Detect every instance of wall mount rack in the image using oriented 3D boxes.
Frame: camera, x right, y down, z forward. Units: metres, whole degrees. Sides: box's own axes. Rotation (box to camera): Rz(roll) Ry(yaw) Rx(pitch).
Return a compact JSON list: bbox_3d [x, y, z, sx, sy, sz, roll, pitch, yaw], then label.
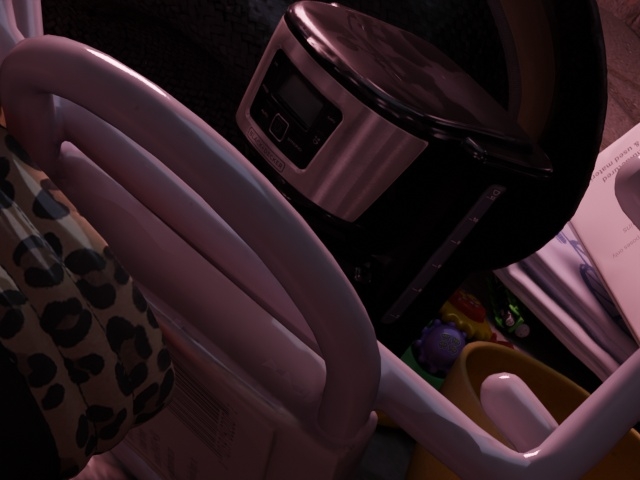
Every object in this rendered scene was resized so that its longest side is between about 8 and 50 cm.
[{"bbox_3d":[-0.040,-0.028,0.545,0.304,0.130,0.350,42,-18,10],"label":"wall mount rack"}]

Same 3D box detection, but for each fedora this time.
[{"bbox_3d":[-0.030,-0.094,0.906,0.334,0.334,0.152,42,50,15],"label":"fedora"}]

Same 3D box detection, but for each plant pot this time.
[{"bbox_3d":[0.083,0.121,0.742,0.134,0.095,0.134,33,18,-12],"label":"plant pot"}]

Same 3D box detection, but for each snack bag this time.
[{"bbox_3d":[0.152,-0.019,1.282,0.342,0.037,0.323,48,17,9],"label":"snack bag"}]

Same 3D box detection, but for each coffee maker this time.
[{"bbox_3d":[0.000,0.000,0.751,0.120,0.178,0.171,41,17,10],"label":"coffee maker"}]

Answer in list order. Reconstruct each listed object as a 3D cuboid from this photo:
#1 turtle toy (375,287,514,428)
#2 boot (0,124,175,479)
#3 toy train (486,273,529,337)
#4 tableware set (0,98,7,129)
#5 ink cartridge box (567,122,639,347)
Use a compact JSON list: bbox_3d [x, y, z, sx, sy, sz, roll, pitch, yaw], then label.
[{"bbox_3d":[0.063,0.063,0.905,0.095,0.066,0.130,16,26,-50],"label":"turtle toy"},{"bbox_3d":[-0.165,0.012,0.398,0.236,0.085,0.178,45,59,5],"label":"boot"},{"bbox_3d":[0.121,0.040,1.170,0.024,0.017,0.083,44,15,-15],"label":"toy train"},{"bbox_3d":[-0.204,-0.107,0.901,0.141,0.020,0.168,34,16,-17],"label":"tableware set"},{"bbox_3d":[0.289,0.072,1.129,0.207,0.117,0.283,33,25,-45],"label":"ink cartridge box"}]
